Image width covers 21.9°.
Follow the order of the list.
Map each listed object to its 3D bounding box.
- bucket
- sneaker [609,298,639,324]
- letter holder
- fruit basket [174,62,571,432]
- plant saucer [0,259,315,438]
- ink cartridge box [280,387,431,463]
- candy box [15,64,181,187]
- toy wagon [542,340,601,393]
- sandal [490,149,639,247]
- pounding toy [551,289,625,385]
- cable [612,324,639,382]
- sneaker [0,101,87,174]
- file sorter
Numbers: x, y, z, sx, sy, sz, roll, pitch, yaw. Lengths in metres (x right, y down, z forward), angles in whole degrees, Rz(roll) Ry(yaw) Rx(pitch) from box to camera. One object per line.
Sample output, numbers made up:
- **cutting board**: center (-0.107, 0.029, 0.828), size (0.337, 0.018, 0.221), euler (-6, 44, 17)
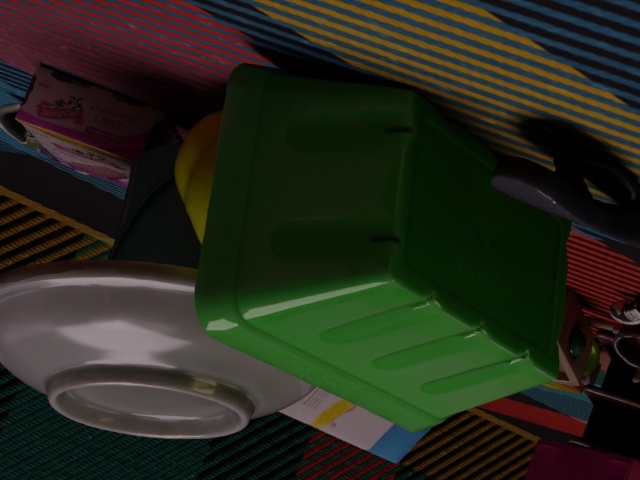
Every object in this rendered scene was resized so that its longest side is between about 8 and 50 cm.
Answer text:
- **bucket**: center (-0.099, 0.018, 1.814), size (0.281, 0.183, 0.281), euler (3, 159, 1)
- **sneaker**: center (0.349, 0.073, 1.810), size (0.083, 0.032, 0.037), euler (7, 151, 44)
- **letter holder**: center (0.486, 0.245, 2.151), size (0.302, 0.152, 0.214), euler (19, 170, 21)
- **fruit basket**: center (0.000, 0.000, 1.502), size (0.392, 0.283, 0.392), euler (7, 161, 2)
- **plant saucer**: center (-0.174, 0.134, 1.739), size (0.400, 0.100, 0.400), euler (4, 159, 2)
- **ink cartridge box**: center (0.031, 0.109, 2.045), size (0.270, 0.197, 0.198), euler (28, -160, -41)
- **candy box**: center (-0.251, -0.120, 1.950), size (0.159, 0.071, 0.233), euler (20, 171, 7)
- **toy wagon**: center (0.221, 0.121, 2.320), size (0.344, 0.068, 0.267), euler (24, 172, -18)
- **sandal**: center (0.221, -0.038, 1.345), size (0.097, 0.054, 0.254), euler (25, -175, 37)
- **pounding toy**: center (0.277, 0.107, 1.995), size (0.141, 0.100, 0.130), euler (6, 149, 29)
- **cable**: center (0.453, 0.129, 1.901), size (0.287, 0.072, 0.139), euler (-7, 136, 49)
- **sneaker**: center (-0.338, -0.133, 2.112), size (0.192, 0.064, 0.086), euler (20, 177, 38)
- **file sorter**: center (0.366, 0.440, 2.185), size (0.182, 0.291, 0.202), euler (26, 169, -27)
